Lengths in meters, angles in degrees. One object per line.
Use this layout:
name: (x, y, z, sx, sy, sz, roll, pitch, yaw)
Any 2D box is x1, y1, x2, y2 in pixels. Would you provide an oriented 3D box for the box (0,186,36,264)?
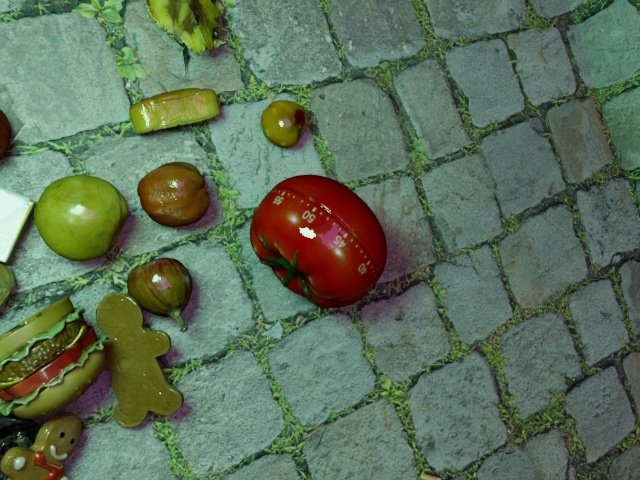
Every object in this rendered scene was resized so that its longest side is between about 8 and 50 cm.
box: (-0.825, -0.066, 1.326, 0.265, 0.097, 0.168, 26, 75, -20)

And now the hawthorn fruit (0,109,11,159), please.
hawthorn fruit: (-0.814, -0.266, 1.291, 0.189, 0.251, 0.190, 2, 64, -4)

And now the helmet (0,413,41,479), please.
helmet: (-0.723, 0.501, 1.281, 0.198, 0.154, 0.254, -40, 141, -57)

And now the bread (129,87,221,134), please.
bread: (-0.392, -0.353, 1.550, 0.245, 0.102, 0.095, -19, 99, -23)

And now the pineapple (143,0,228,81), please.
pineapple: (-0.374, -0.638, 1.585, 0.335, 0.158, 0.161, 61, 28, -12)

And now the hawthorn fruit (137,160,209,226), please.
hawthorn fruit: (-0.381, -0.121, 1.491, 0.189, 0.189, 0.189, 3, 83, -24)

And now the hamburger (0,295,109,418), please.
hamburger: (-0.617, 0.276, 1.293, 0.274, 0.274, 0.212, -35, 102, -23)

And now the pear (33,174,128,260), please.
pear: (-0.579, -0.058, 1.377, 0.208, 0.209, 0.209, 3, 83, -24)

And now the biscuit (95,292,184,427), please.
biscuit: (-0.463, 0.290, 1.433, 0.215, 0.047, 0.340, -20, 94, 7)

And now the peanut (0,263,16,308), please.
peanut: (-0.814, 0.139, 1.304, 0.236, 0.110, 0.120, -38, 117, -21)

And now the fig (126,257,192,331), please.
fig: (-0.390, 0.129, 1.467, 0.202, 0.148, 0.149, 42, 62, -6)

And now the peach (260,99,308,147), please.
peach: (-0.106, -0.343, 1.661, 0.138, 0.138, 0.138, 3, 83, -24)

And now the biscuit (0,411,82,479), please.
biscuit: (-0.635, 0.532, 1.261, 0.205, 0.049, 0.324, 75, 33, -45)

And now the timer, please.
timer: (0.000, 0.000, 1.532, 0.378, 0.378, 0.279, 47, 72, -13)
